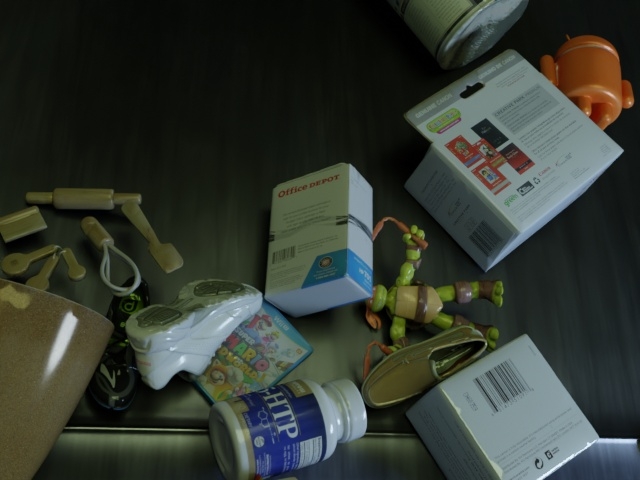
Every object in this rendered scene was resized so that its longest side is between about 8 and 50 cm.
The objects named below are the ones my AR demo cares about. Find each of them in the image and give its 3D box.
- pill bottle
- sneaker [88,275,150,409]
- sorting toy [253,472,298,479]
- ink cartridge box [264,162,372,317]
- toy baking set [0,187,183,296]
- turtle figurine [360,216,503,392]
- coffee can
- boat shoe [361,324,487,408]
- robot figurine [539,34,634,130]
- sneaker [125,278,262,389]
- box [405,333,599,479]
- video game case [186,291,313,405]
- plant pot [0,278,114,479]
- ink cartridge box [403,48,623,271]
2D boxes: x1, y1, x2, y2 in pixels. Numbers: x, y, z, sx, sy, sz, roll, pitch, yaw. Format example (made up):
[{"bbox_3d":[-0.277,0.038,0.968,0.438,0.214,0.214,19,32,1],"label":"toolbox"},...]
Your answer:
[{"bbox_3d":[-0.041,0.242,1.124,0.187,0.112,0.112,-12,66,-25],"label":"pill bottle"},{"bbox_3d":[-0.262,0.130,1.131,0.067,0.078,0.188,13,58,-12],"label":"sneaker"},{"bbox_3d":[-0.092,0.343,1.047,0.275,0.132,0.046,-3,24,-25],"label":"sorting toy"},{"bbox_3d":[0.000,0.000,1.256,0.082,0.140,0.190,41,42,-44],"label":"ink cartridge box"},{"bbox_3d":[-0.316,0.001,1.179,0.256,0.030,0.196,-3,49,-5],"label":"toy baking set"},{"bbox_3d":[0.154,0.110,1.286,0.218,0.087,0.269,10,73,-3],"label":"turtle figurine"},{"bbox_3d":[0.218,-0.482,1.586,0.202,0.201,0.275,-27,73,-30],"label":"coffee can"},{"bbox_3d":[0.145,0.176,1.198,0.190,0.072,0.068,-32,100,-8],"label":"boat shoe"},{"bbox_3d":[0.502,-0.294,1.623,0.158,0.128,0.219,-6,55,23],"label":"robot figurine"},{"bbox_3d":[-0.166,0.125,1.154,0.090,0.115,0.232,16,24,35],"label":"sneaker"},{"bbox_3d":[0.253,0.260,1.213,0.181,0.119,0.181,-24,72,-29],"label":"box"},{"bbox_3d":[-0.106,0.160,1.207,0.119,0.015,0.166,46,57,10],"label":"video game case"},{"bbox_3d":[-0.390,0.188,0.987,0.237,0.237,0.254,17,72,-10],"label":"plant pot"},{"bbox_3d":[0.306,-0.147,1.464,0.309,0.130,0.272,-33,74,-32],"label":"ink cartridge box"}]
